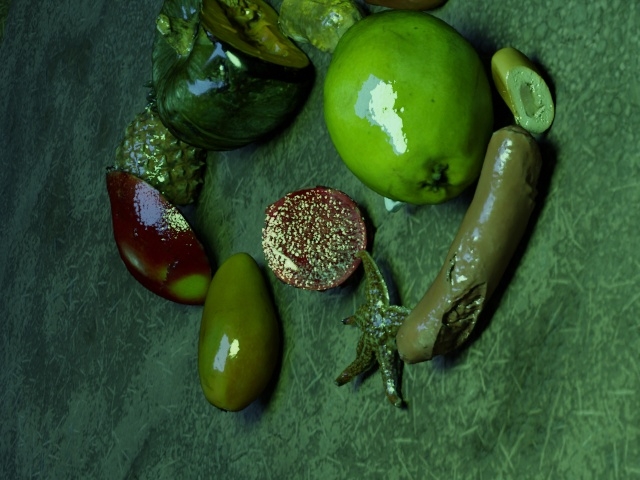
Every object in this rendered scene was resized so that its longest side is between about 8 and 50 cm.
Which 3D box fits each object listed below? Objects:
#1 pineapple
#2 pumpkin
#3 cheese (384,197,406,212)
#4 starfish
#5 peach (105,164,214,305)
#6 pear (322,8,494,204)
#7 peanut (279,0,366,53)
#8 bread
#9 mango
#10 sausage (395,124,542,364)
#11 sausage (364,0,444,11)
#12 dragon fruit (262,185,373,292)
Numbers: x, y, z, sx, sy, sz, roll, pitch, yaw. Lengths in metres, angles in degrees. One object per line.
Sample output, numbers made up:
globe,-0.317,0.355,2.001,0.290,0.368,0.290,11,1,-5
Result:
pineapple,-0.252,-0.200,2.533,0.158,0.158,0.279,16,92,61
pumpkin,-0.174,-0.258,2.317,0.232,0.242,0.325,-58,31,20
cheese,0.098,-0.170,1.973,0.163,0.070,0.249,-58,35,36
starfish,0.080,0.110,1.936,0.238,0.057,0.213,-19,72,59
peach,-0.279,-0.003,2.448,0.279,0.068,0.189,47,141,8
pear,0.106,-0.164,1.819,0.212,0.212,0.269,-54,42,39
peanut,0.005,-0.318,2.175,0.206,0.087,0.087,31,109,62
bread,0.236,-0.179,1.748,0.062,0.049,0.103,79,170,-45
mango,-0.120,0.131,2.231,0.138,0.113,0.253,-43,39,53
sausage,0.180,0.017,1.763,0.087,0.079,0.327,37,115,30
sausage,0.105,-0.349,2.006,0.179,0.089,0.089,14,94,51
dragon fruit,0.000,0.000,2.079,0.111,0.153,0.153,44,-126,-85
